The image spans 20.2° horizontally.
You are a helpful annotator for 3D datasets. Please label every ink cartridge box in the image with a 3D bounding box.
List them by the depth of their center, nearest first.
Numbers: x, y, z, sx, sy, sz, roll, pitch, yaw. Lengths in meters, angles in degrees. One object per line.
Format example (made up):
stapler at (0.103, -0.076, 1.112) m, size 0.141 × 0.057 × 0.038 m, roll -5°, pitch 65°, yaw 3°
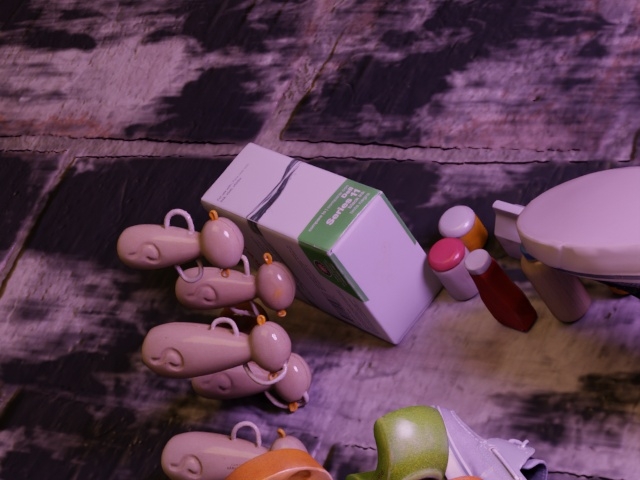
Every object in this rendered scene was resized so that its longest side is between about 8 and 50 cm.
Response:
ink cartridge box at (0.000, 0.000, 1.785) m, size 0.208 × 0.153 × 0.087 m, roll 23°, pitch 68°, yaw 46°

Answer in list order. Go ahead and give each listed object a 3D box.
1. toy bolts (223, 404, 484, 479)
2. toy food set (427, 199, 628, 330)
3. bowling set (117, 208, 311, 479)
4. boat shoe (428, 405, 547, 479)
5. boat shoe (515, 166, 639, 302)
toy bolts at (0.025, 0.276, 1.458) m, size 0.218 × 0.228 × 0.158 m, roll -8°, pitch 49°, yaw -29°
toy food set at (0.178, 0.007, 1.682) m, size 0.232 × 0.104 × 0.111 m, roll 20°, pitch 67°, yaw 46°
bowling set at (-0.069, 0.085, 1.747) m, size 0.154 × 0.287 × 0.200 m, roll -4°, pitch 17°, yaw 27°
boat shoe at (0.160, 0.215, 1.532) m, size 0.081 × 0.079 × 0.227 m, roll -30°, pitch 45°, yaw -4°
boat shoe at (0.303, 0.040, 1.459) m, size 0.127 × 0.158 × 0.340 m, roll -37°, pitch 24°, yaw -22°
